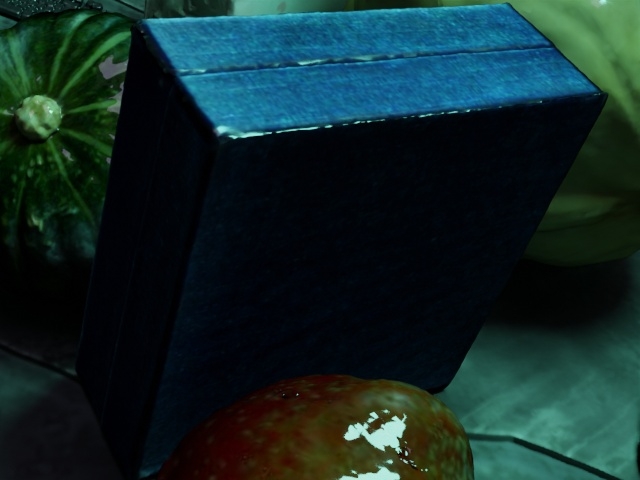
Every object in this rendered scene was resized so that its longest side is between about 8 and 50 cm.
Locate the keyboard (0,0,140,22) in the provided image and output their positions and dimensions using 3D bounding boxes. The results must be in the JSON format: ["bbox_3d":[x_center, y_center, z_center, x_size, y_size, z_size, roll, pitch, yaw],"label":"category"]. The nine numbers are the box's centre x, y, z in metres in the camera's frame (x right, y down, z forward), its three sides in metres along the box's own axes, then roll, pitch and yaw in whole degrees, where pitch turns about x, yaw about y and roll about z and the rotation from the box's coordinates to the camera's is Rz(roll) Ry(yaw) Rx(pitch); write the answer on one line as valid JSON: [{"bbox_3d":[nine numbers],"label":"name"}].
[{"bbox_3d":[-0.268,-0.227,0.987,0.195,0.018,0.060,20,43,0],"label":"keyboard"}]

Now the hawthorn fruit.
[{"bbox_3d":[-0.025,0.157,0.544,0.235,0.181,0.181,7,42,-15],"label":"hawthorn fruit"}]

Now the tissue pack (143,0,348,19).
[{"bbox_3d":[-0.032,-0.245,0.961,0.124,0.201,0.271,35,42,27],"label":"tissue pack"}]

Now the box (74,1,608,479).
[{"bbox_3d":[0.000,0.000,0.640,0.261,0.279,0.116,-11,48,-32],"label":"box"}]

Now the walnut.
[{"bbox_3d":[0.180,-0.155,0.832,0.381,0.381,0.381,11,41,-10],"label":"walnut"}]

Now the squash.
[{"bbox_3d":[-0.171,-0.058,0.711,0.218,0.172,0.218,0,86,-3],"label":"squash"}]
